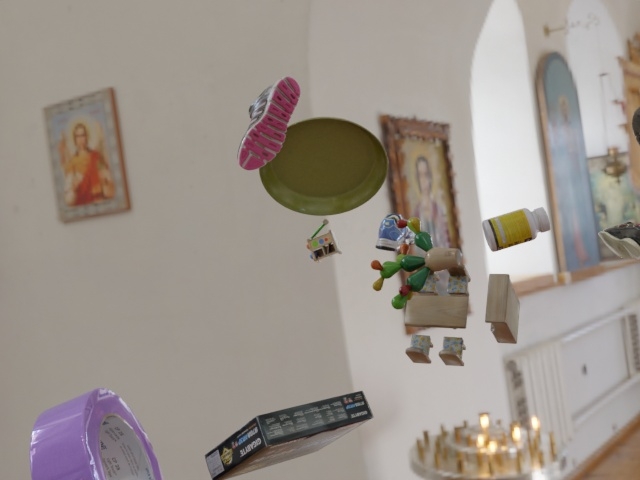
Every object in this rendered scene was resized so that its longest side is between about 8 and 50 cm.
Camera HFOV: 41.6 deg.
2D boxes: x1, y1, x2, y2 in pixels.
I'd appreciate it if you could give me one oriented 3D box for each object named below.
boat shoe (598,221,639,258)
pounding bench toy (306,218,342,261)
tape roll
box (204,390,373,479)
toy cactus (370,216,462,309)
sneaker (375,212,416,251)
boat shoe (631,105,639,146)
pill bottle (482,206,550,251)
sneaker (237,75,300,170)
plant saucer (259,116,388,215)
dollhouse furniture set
[{"bbox_3d":[0.446,-0.002,1.220,0.042,0.049,0.133,-42,6,-1],"label":"boat shoe"},{"bbox_3d":[0.000,0.000,1.851,0.065,0.083,0.052,-21,-9,8],"label":"pounding bench toy"},{"bbox_3d":[-0.326,0.367,1.273,0.090,0.275,0.275,-23,0,3],"label":"tape roll"},{"bbox_3d":[-0.051,0.312,1.345,0.220,0.051,0.175,-4,-27,-41],"label":"box"},{"bbox_3d":[0.201,0.035,1.740,0.180,0.112,0.219,-9,44,35],"label":"toy cactus"},{"bbox_3d":[0.201,-0.030,2.149,0.080,0.081,0.211,8,14,17],"label":"sneaker"},{"bbox_3d":[0.767,-0.197,1.752,0.324,0.120,0.122,37,-1,-33],"label":"boat shoe"},{"bbox_3d":[0.369,-0.024,1.588,0.116,0.065,0.065,-18,0,4],"label":"pill bottle"},{"bbox_3d":[-0.092,-0.191,1.397,0.063,0.170,0.075,29,-10,-25],"label":"sneaker"},{"bbox_3d":[0.005,-0.144,1.578,0.241,0.037,0.241,-2,-44,-2],"label":"plant saucer"},{"bbox_3d":[0.299,0.149,1.838,0.242,0.212,0.161,0,-24,22],"label":"dollhouse furniture set"}]
